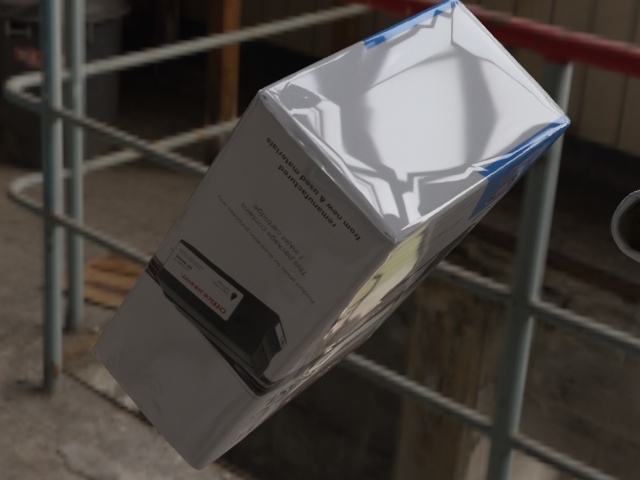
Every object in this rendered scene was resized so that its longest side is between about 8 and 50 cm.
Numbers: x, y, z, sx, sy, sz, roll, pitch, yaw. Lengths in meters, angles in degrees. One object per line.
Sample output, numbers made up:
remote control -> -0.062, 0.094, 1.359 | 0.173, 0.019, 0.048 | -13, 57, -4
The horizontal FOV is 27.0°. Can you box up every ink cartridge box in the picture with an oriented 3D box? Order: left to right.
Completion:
ink cartridge box -> 0.000, 0.000, 1.213 | 0.166, 0.395, 0.285 | 48, 46, 9

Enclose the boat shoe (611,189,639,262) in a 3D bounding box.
boat shoe -> 0.379, -0.009, 1.011 | 0.156, 0.136, 0.367 | -3, 8, -42
